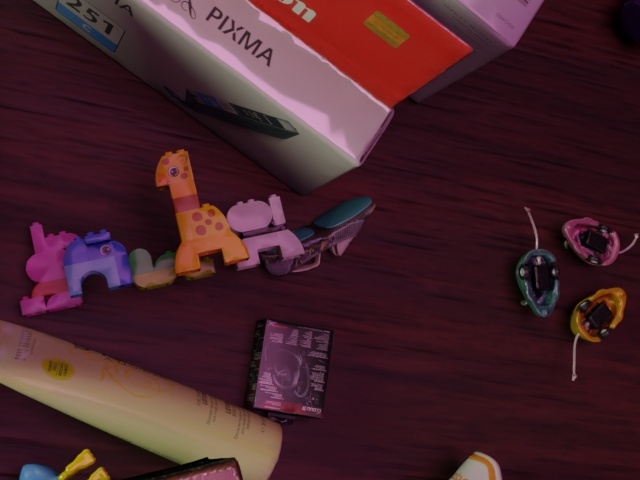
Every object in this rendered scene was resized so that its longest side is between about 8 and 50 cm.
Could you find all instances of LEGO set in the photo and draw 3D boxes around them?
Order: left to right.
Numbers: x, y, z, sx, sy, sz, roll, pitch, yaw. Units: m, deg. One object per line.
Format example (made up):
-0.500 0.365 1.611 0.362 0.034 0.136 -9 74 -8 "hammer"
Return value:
-0.128 -0.014 0.828 0.227 0.087 0.093 -12 83 -12 "LEGO set"

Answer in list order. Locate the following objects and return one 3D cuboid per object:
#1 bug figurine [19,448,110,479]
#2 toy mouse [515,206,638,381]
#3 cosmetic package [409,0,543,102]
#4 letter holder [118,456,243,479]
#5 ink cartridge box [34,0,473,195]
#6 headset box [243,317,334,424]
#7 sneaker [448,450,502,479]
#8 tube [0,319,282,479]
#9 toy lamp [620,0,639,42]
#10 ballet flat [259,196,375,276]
-0.293 0.213 0.760 0.279 0.072 0.216 -32 87 -16 "bug figurine"
0.229 0.025 0.998 0.143 0.031 0.161 47 70 -8 "toy mouse"
0.099 -0.238 0.909 0.151 0.184 0.151 36 72 -12 "cosmetic package"
-0.181 0.275 0.654 0.302 0.152 0.214 -12 81 -15 "letter holder"
-0.072 -0.164 0.795 0.296 0.261 0.066 35 71 -11 "ink cartridge box"
-0.027 0.112 0.892 0.062 0.032 0.083 11 79 -18 "headset box"
0.233 0.295 0.909 0.321 0.126 0.127 31 79 -12 "sneaker"
-0.145 0.125 0.824 0.240 0.070 0.062 26 62 -16 "tube"
0.417 -0.275 1.088 0.275 0.080 0.080 -29 92 -21 "toy lamp"
0.000 0.000 0.920 0.114 0.041 0.041 -26 91 -21 "ballet flat"
